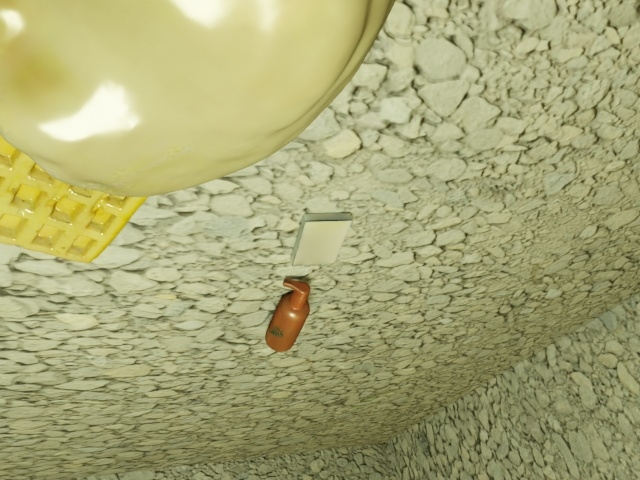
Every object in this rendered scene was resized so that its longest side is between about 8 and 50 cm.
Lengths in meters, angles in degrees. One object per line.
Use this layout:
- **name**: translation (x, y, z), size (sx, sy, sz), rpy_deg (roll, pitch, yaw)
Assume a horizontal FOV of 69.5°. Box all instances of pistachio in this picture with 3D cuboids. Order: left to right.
- **pistachio**: translation (-0.105, -0.215, 0.420), size (0.445, 0.281, 0.365), rpy_deg (-39, 150, 19)

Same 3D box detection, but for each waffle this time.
- **waffle**: translation (-0.406, -0.064, 0.686), size (0.221, 0.055, 0.248), rpy_deg (-40, 139, 27)

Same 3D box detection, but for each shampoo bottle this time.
- **shampoo bottle**: translation (-0.075, 0.183, 1.137), size (0.085, 0.085, 0.244), rpy_deg (-2, 139, -22)

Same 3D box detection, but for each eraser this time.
- **eraser**: translation (0.000, 0.000, 0.975), size (0.104, 0.023, 0.150), rpy_deg (-3, 142, -19)
